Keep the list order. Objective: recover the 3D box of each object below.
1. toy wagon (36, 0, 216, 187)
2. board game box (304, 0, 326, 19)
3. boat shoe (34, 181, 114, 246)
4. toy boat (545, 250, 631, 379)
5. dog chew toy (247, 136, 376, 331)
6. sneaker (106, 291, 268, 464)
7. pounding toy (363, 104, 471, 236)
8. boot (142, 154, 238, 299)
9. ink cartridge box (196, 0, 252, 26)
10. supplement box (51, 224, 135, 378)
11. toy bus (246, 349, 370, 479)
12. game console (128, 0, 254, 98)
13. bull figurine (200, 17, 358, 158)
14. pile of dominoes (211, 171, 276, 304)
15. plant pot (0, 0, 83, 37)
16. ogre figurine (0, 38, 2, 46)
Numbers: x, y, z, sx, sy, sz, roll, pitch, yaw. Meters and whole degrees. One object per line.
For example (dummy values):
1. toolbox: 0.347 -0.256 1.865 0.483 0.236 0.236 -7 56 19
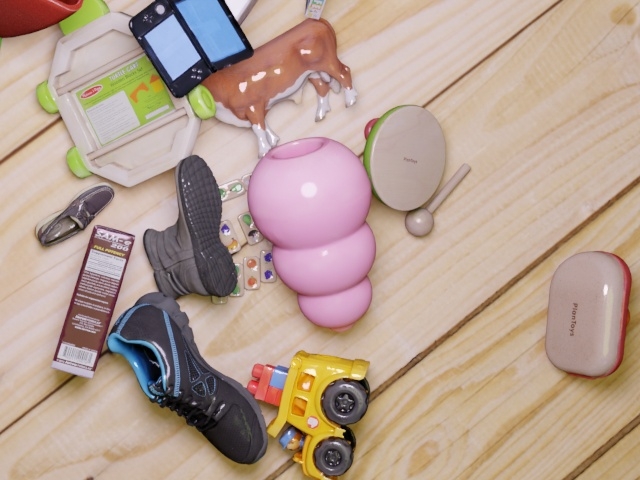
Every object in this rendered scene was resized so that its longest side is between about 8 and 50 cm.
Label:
1. toy wagon: -0.334 -0.267 1.652 0.267 0.068 0.344 -22 96 19
2. board game box: 0.002 -0.468 1.709 0.026 0.103 0.154 9 67 -11
3. boat shoe: -0.407 -0.038 1.694 0.152 0.049 0.056 -37 131 -1
4. toy boat: 0.510 0.135 1.849 0.151 0.151 0.231 4 92 -41
5. dog chew toy: 0.000 0.000 1.694 0.206 0.206 0.332 -17 111 -9
6. sneaker: -0.227 0.254 1.686 0.125 0.139 0.341 -39 93 32
7. pounding toy: 0.135 -0.135 1.787 0.237 0.110 0.183 44 71 -38
8. boot: -0.239 -0.014 1.673 0.083 0.161 0.247 -27 110 -51
9. ink cartridge box: -0.119 -0.487 1.652 0.129 0.223 0.307 34 86 -8
10. supplement box: -0.373 0.097 1.672 0.073 0.130 0.240 18 88 -10
11. toy bus: -0.028 0.296 1.745 0.211 0.149 0.220 14 92 2
12. game console: -0.195 -0.305 1.529 0.124 0.085 0.144 -44 118 -24
13. bull figurine: -0.091 -0.258 1.729 0.310 0.101 0.188 -30 101 -6
14. pile of dominoes: -0.110 -0.017 1.763 0.251 0.040 0.196 -23 96 -9
15. plant pot: -0.501 -0.461 1.536 0.267 0.235 0.267 21 64 -27
16. ogre figurine: -0.584 -0.296 1.639 0.118 0.097 0.197 12 101 -22
